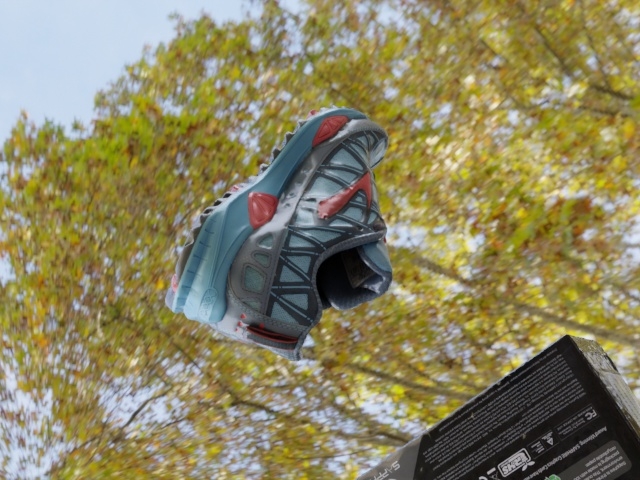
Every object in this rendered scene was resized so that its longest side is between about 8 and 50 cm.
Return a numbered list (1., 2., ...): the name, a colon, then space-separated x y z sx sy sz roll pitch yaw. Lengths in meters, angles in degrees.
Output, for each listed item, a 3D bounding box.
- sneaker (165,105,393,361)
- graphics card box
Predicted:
1. sneaker: 0.000 0.000 0.798 0.125 0.104 0.262 31 -137 9
2. graphics card box: 0.205 0.285 0.827 0.233 0.094 0.371 -40 -115 19
